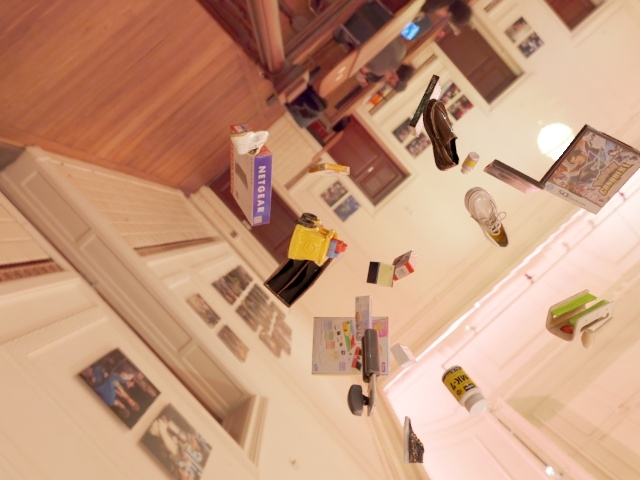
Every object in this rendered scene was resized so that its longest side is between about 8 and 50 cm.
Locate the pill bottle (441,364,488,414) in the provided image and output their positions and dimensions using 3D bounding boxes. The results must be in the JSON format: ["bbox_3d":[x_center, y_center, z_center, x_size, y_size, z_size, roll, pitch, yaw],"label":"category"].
[{"bbox_3d":[0.652,0.675,2.347,0.119,0.119,0.208,-42,-139,3],"label":"pill bottle"}]

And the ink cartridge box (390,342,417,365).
[{"bbox_3d":[0.425,0.589,2.645,0.060,0.104,0.180,-37,151,9],"label":"ink cartridge box"}]

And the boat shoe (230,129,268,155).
[{"bbox_3d":[-0.270,-0.372,1.992,0.098,0.096,0.277,-2,-167,16],"label":"boat shoe"}]

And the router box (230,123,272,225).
[{"bbox_3d":[-0.302,-0.284,2.224,0.082,0.301,0.335,-12,129,-24],"label":"router box"}]

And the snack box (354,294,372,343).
[{"bbox_3d":[0.162,0.298,1.967,0.064,0.178,0.022,-10,156,29],"label":"snack box"}]

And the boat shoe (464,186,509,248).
[{"bbox_3d":[0.790,-0.087,2.407,0.136,0.367,0.156,-33,-145,5],"label":"boat shoe"}]

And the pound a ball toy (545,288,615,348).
[{"bbox_3d":[1.047,0.328,2.049,0.319,0.135,0.208,-16,-151,-31],"label":"pound a ball toy"}]

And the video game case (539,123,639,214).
[{"bbox_3d":[0.980,-0.250,1.882,0.274,0.248,0.035,-63,-177,37],"label":"video game case"}]

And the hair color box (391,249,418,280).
[{"bbox_3d":[0.344,0.101,2.142,0.093,0.053,0.167,-30,-175,21],"label":"hair color box"}]

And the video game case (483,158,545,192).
[{"bbox_3d":[0.717,-0.236,1.945,0.026,0.196,0.274,-61,172,6],"label":"video game case"}]

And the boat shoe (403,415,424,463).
[{"bbox_3d":[0.377,0.805,2.100,0.083,0.183,0.065,0,169,8],"label":"boat shoe"}]

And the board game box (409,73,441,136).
[{"bbox_3d":[0.354,-0.451,1.754,0.186,0.026,0.126,-64,165,3],"label":"board game box"}]

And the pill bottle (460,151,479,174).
[{"bbox_3d":[0.542,-0.280,1.892,0.043,0.043,0.083,-44,165,-40],"label":"pill bottle"}]

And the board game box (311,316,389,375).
[{"bbox_3d":[0.126,0.439,2.151,0.317,0.242,0.064,-2,159,12],"label":"board game box"}]

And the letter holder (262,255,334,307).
[{"bbox_3d":[-0.068,0.105,2.215,0.214,0.152,0.302,-44,-176,42],"label":"letter holder"}]

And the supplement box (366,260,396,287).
[{"bbox_3d":[0.223,0.124,1.908,0.056,0.083,0.083,2,-100,58],"label":"supplement box"}]

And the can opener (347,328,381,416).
[{"bbox_3d":[0.129,0.390,1.555,0.283,0.095,0.075,-88,-170,-46],"label":"can opener"}]

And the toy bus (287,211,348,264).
[{"bbox_3d":[0.000,0.000,1.954,0.220,0.212,0.149,-57,162,-70],"label":"toy bus"}]

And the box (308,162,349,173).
[{"bbox_3d":[0.035,-0.240,1.782,0.136,0.028,0.081,0,176,-45],"label":"box"}]

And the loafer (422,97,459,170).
[{"bbox_3d":[0.366,-0.311,1.520,0.080,0.219,0.078,-31,-159,-26],"label":"loafer"}]
